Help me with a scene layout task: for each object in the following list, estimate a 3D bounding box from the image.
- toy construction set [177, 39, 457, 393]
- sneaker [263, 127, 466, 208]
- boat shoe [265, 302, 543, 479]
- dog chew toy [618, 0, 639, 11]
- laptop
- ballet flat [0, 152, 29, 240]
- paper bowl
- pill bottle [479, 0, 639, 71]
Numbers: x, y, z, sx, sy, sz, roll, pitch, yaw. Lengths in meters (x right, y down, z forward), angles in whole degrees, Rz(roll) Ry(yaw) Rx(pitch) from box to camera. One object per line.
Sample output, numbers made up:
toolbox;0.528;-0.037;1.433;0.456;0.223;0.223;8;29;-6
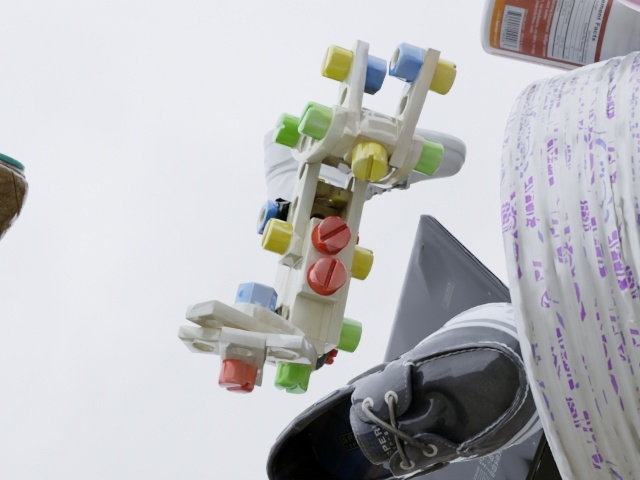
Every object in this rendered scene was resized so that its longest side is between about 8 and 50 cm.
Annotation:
toy construction set;0.000;0.000;1.216;0.327;0.151;0.215;-63;10;-25
sneaker;0.065;-0.070;2.076;0.293;0.169;0.108;0;-31;-1
boat shoe;0.044;0.101;0.827;0.076;0.080;0.228;-28;1;-40
dog chew toy;0.231;-0.304;0.988;0.207;0.331;0.206;-9;-38;-7
laptop;0.285;0.204;1.685;0.236;0.408;0.382;-18;-43;-32
ballet flat;-0.393;-0.062;1.162;0.342;0.116;0.124;27;-110;-37
paper bowl;0.215;0.030;0.803;0.148;0.284;0.284;-15;-29;25
pill bottle;0.304;-0.255;1.708;0.121;0.216;0.121;15;-90;-75
